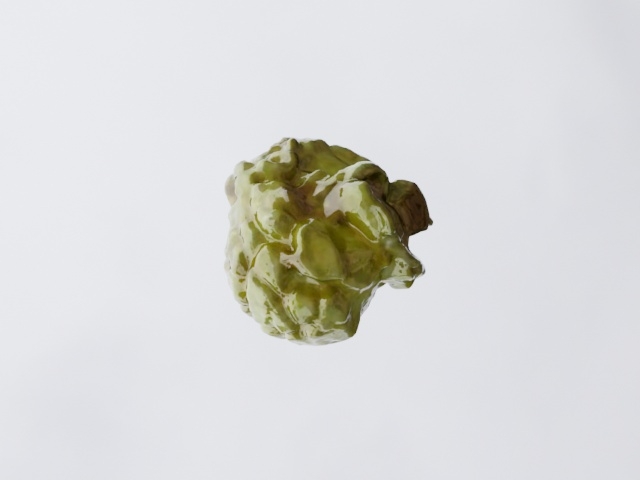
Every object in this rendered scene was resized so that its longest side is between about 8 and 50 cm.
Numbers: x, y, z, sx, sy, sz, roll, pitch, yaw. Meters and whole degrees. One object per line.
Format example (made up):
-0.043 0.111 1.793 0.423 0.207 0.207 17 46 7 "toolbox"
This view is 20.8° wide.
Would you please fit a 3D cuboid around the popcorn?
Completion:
0.000 0.000 2.098 0.270 0.258 0.224 -32 -46 -30 "popcorn"
